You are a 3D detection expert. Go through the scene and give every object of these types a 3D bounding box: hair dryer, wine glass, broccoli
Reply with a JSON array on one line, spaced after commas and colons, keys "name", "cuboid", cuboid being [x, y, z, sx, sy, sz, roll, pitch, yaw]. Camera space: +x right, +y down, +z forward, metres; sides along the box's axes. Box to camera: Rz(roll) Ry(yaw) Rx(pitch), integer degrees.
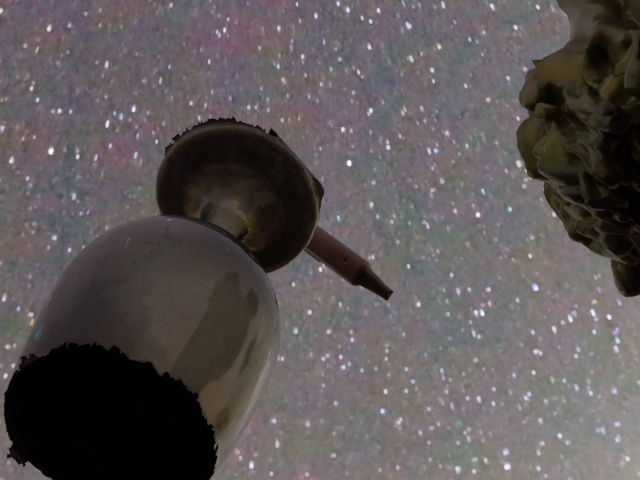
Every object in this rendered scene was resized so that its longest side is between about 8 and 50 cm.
[{"name": "hair dryer", "cuboid": [0.004, 0.003, 1.061, 0.220, 0.195, 0.054, 34, -92, 10]}, {"name": "wine glass", "cuboid": [-0.076, 0.030, 0.476, 0.126, 0.241, 0.127, 5, -61, 9]}, {"name": "broccoli", "cuboid": [0.189, -0.107, 0.446, 0.247, 0.245, 0.288, -14, -42, -32]}]
